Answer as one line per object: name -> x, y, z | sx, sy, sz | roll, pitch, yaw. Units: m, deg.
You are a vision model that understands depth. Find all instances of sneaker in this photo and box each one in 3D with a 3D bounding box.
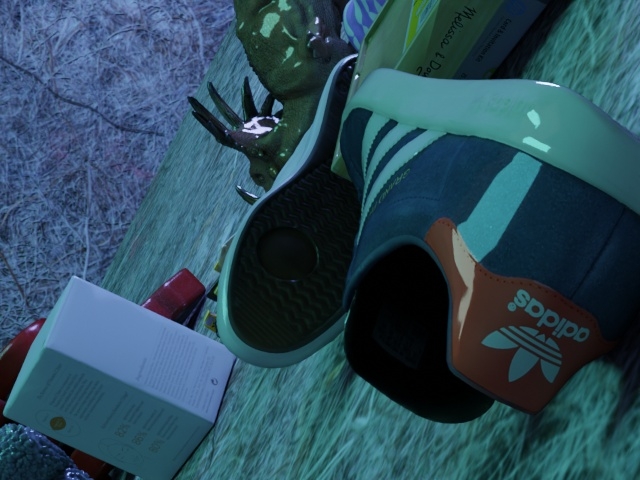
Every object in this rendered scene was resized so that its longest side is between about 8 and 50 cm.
sneaker -> 0.000, 0.000, 1.398 | 0.290, 0.106, 0.123 | -62, -3, -40
sneaker -> 0.057, 0.007, 0.938 | 0.148, 0.131, 0.350 | -60, 10, -4

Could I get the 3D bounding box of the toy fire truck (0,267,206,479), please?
toy fire truck -> -0.260, 0.180, 2.171 | 0.254, 0.169, 0.302 | -39, -11, -47

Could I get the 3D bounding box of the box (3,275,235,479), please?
box -> -0.186, 0.132, 1.774 | 0.130, 0.170, 0.091 | -52, 15, 47

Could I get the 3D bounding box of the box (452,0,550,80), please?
box -> 0.136, -0.193, 1.312 | 0.186, 0.038, 0.145 | -52, 15, 48

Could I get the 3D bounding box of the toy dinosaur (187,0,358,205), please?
toy dinosaur -> -0.032, -0.178, 1.699 | 0.200, 0.127, 0.296 | -30, 53, 40

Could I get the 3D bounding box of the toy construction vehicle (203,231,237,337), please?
toy construction vehicle -> -0.092, 0.039, 1.918 | 0.098, 0.035, 0.086 | -62, 10, 11

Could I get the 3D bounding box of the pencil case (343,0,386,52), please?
pencil case -> 0.083, -0.223, 1.473 | 0.088, 0.086, 0.206 | 60, 144, 24

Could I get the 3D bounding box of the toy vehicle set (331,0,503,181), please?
toy vehicle set -> 0.090, -0.176, 1.289 | 0.267, 0.035, 0.166 | -57, 13, 39

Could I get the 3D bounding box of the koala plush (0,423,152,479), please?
koala plush -> -0.215, 0.295, 1.525 | 0.203, 0.196, 0.221 | 110, -179, -66
